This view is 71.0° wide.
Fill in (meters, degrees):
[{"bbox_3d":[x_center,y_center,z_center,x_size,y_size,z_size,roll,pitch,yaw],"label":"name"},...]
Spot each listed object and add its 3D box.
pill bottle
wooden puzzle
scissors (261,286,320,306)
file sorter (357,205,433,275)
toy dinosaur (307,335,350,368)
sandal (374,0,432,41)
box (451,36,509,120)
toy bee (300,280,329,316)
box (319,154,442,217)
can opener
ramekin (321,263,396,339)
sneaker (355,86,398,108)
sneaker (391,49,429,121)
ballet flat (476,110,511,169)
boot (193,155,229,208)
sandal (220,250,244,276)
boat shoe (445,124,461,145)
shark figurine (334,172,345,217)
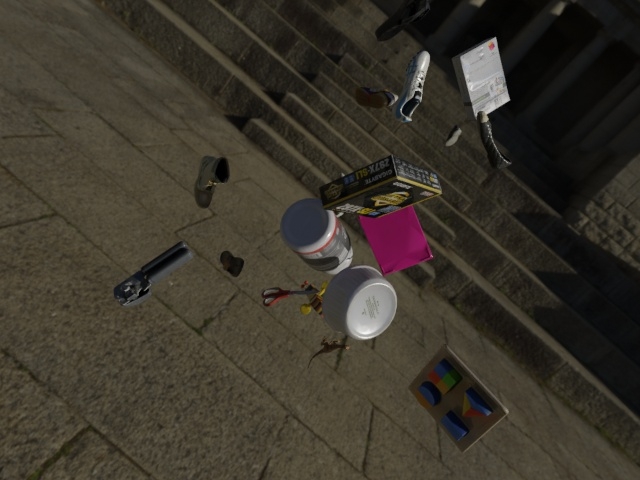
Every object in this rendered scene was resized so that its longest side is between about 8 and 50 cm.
[{"bbox_3d":[0.000,0.000,1.741,0.210,0.210,0.363,50,0,27],"label":"pill bottle"},{"bbox_3d":[0.506,0.624,1.742,0.080,0.348,0.322,-17,53,-38],"label":"wooden puzzle"},{"bbox_3d":[-0.142,0.239,2.098,0.109,0.297,0.021,-91,161,-53],"label":"scissors"},{"bbox_3d":[0.289,-0.052,1.773,0.182,0.202,0.290,-64,131,-72],"label":"file sorter"},{"bbox_3d":[0.025,0.489,2.019,0.112,0.211,0.064,-93,158,-70],"label":"toy dinosaur"},{"bbox_3d":[0.248,-0.616,1.226,0.097,0.254,0.054,-22,90,-26],"label":"sandal"},{"bbox_3d":[0.461,-0.460,1.284,0.038,0.145,0.186,25,-36,59],"label":"box"},{"bbox_3d":[-0.037,0.289,2.283,0.162,0.195,0.298,41,-15,-8],"label":"toy bee"},{"bbox_3d":[0.190,-0.154,1.382,0.322,0.257,0.079,5,71,-54],"label":"box"},{"bbox_3d":[-0.546,0.116,1.483,0.076,0.283,0.095,49,-12,24],"label":"can opener"},{"bbox_3d":[0.150,0.229,1.600,0.273,0.273,0.127,29,1,-33],"label":"ramekin"},{"bbox_3d":[0.202,-0.527,1.650,0.084,0.069,0.185,-19,37,-26],"label":"sneaker"},{"bbox_3d":[0.318,-0.514,1.511,0.085,0.237,0.086,2,25,-43],"label":"sneaker"},{"bbox_3d":[0.433,-0.254,1.131,0.173,0.049,0.057,55,28,-30],"label":"ballet flat"},{"bbox_3d":[-0.421,-0.223,1.742,0.077,0.213,0.165,7,5,-39],"label":"boot"},{"bbox_3d":[-0.398,0.095,1.949,0.060,0.090,0.219,16,10,-38],"label":"sandal"},{"bbox_3d":[0.623,-0.494,2.120,0.125,0.046,0.038,105,-25,-65],"label":"boat shoe"},{"bbox_3d":[0.070,-0.161,2.092,0.166,0.116,0.278,50,51,-30],"label":"shark figurine"}]
